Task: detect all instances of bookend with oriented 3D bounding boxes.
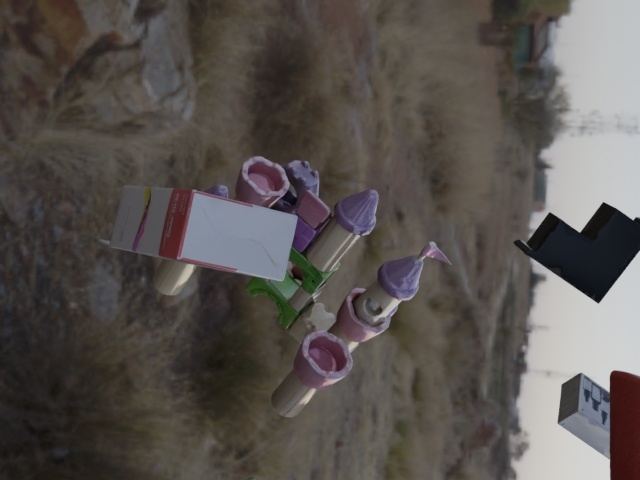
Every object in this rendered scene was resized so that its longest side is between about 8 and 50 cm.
[{"bbox_3d":[0.431,-0.007,1.425,0.156,0.157,0.072,-56,-170,10],"label":"bookend"}]

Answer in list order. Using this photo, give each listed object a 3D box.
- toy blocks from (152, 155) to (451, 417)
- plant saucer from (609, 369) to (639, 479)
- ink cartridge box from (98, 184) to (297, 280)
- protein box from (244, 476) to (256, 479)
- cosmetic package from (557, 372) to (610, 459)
[{"bbox_3d":[0.000,0.000,1.115,0.309,0.288,0.260,-36,167,-48],"label":"toy blocks"},{"bbox_3d":[0.476,0.298,1.056,0.047,0.259,0.258,120,-12,-52],"label":"plant saucer"},{"bbox_3d":[-0.127,-0.011,0.855,0.198,0.115,0.067,7,-96,54],"label":"ink cartridge box"},{"bbox_3d":[-0.073,0.377,0.826,0.201,0.136,0.200,78,-14,-44],"label":"protein box"},{"bbox_3d":[0.547,0.350,1.595,0.060,0.239,0.099,-46,-166,43],"label":"cosmetic package"}]
